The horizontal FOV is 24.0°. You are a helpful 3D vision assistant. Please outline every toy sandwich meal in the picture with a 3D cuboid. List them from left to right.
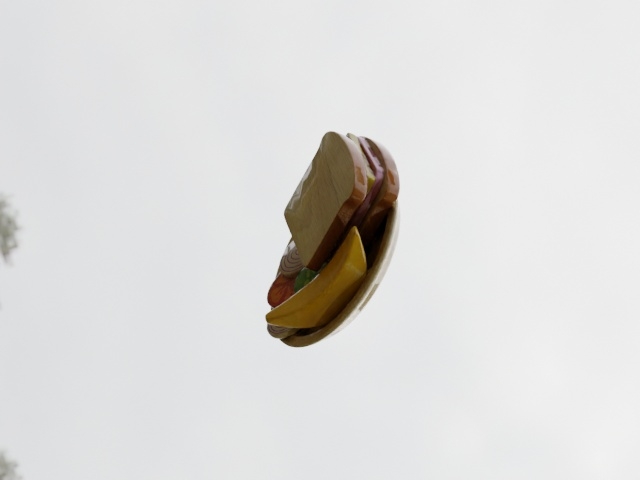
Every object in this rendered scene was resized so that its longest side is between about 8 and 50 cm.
[{"bbox_3d":[0.000,0.000,0.570,0.085,0.029,0.086,-42,-148,34],"label":"toy sandwich meal"}]
